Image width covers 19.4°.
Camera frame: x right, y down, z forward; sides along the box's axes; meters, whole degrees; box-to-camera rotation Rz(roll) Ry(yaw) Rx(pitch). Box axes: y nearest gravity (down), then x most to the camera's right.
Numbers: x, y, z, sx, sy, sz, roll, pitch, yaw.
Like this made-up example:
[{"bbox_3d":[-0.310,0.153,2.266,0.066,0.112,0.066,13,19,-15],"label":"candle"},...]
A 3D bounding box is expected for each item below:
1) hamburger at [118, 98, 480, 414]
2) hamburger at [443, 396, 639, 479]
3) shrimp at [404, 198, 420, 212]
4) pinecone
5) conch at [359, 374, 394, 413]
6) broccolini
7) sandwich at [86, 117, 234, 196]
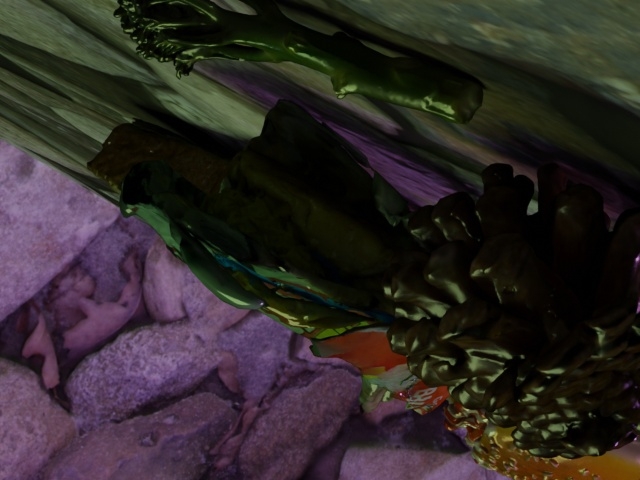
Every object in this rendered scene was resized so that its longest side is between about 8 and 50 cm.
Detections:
[{"bbox_3d":[0.001,-0.005,1.311,0.276,0.150,0.260,32,178,-32],"label":"hamburger"},{"bbox_3d":[0.226,0.162,1.697,0.227,0.151,0.295,24,171,16],"label":"hamburger"},{"bbox_3d":[0.019,-0.019,1.459,0.190,0.073,0.075,18,129,11],"label":"shrimp"},{"bbox_3d":[0.127,0.040,1.045,0.195,0.150,0.179,24,173,37],"label":"pinecone"},{"bbox_3d":[0.073,0.048,1.595,0.137,0.114,0.234,-9,152,10],"label":"conch"},{"bbox_3d":[-0.017,-0.095,1.003,0.216,0.058,0.067,25,171,24],"label":"broccolini"},{"bbox_3d":[-0.063,-0.023,1.704,0.226,0.087,0.251,34,174,-36],"label":"sandwich"}]
